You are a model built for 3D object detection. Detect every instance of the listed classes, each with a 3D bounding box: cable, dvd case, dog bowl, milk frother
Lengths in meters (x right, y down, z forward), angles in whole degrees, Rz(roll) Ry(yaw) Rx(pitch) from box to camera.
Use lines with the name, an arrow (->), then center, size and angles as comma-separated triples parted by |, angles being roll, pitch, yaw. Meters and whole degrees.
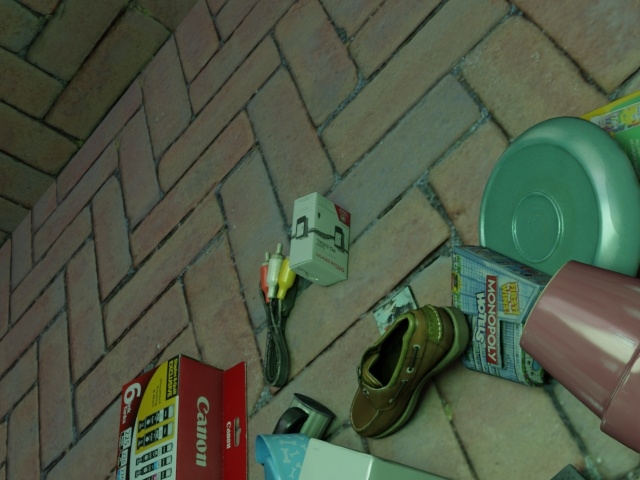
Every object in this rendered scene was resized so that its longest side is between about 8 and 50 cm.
cable -> -0.102, 0.150, 1.560 | 0.139, 0.072, 0.287 | -15, 58, 49
dvd case -> 0.139, 0.145, 1.339 | 0.087, 0.013, 0.119 | -41, 42, 24
dog bowl -> -0.038, 0.428, 1.202 | 0.166, 0.074, 0.297 | -133, 35, -59
milk frother -> -0.018, 0.360, 1.339 | 0.143, 0.129, 0.134 | 27, 90, 9

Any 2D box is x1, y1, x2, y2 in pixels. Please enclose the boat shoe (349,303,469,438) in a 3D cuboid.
boat shoe -> 0.104, 0.203, 1.208 | 0.307, 0.104, 0.110 | -61, 36, 35

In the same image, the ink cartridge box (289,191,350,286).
ink cartridge box -> 0.000, 0.000, 1.503 | 0.063, 0.109, 0.150 | -19, 55, 36

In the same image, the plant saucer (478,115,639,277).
plant saucer -> 0.320, -0.018, 1.103 | 0.317, 0.044, 0.317 | 2, 92, 64

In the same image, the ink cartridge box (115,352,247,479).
ink cartridge box -> -0.282, 0.404, 1.565 | 0.272, 0.130, 0.309 | -31, 47, 31

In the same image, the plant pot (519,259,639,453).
plant pot -> 0.350, 0.120, 0.926 | 0.180, 0.201, 0.201 | 32, 93, 27

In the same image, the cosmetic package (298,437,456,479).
cosmetic package -> 0.073, 0.419, 1.081 | 0.138, 0.225, 0.224 | 0, 68, 51

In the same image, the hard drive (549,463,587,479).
hard drive -> 0.269, 0.414, 0.947 | 0.254, 0.054, 0.172 | -47, 19, 3

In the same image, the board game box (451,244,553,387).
board game box -> 0.265, 0.106, 1.098 | 0.194, 0.060, 0.194 | -178, 88, -65

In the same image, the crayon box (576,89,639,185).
crayon box -> 0.510, -0.130, 1.032 | 0.323, 0.083, 0.203 | -23, 53, 38
